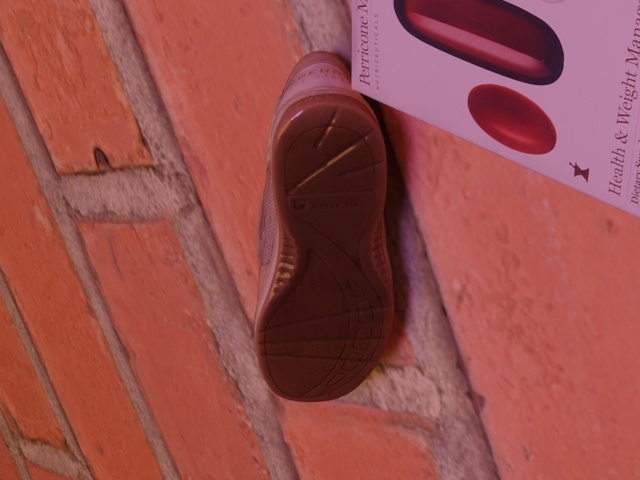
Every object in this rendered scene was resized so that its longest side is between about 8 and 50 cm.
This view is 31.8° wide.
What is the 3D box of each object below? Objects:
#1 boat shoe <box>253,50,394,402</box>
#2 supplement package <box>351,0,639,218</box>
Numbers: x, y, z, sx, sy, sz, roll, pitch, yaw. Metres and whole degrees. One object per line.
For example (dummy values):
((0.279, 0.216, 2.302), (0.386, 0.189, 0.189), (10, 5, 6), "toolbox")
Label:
((0.000, 0.000, 0.878), (0.098, 0.109, 0.302), (-97, 6, -52), "boat shoe")
((0.135, -0.147, 0.533), (0.203, 0.149, 0.194), (29, 136, 36), "supplement package")
